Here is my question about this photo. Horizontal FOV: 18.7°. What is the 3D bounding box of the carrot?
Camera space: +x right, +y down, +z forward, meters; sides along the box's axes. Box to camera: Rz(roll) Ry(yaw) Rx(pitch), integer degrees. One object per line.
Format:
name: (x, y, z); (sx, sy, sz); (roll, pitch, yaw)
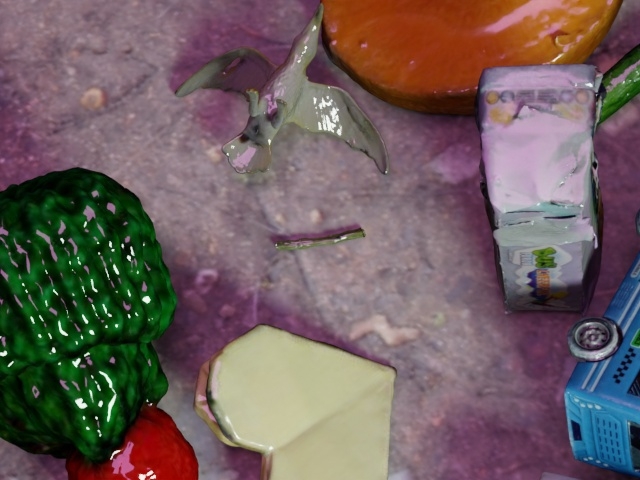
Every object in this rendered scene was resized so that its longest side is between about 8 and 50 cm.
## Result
carrot: (0.143, -0.243, 1.802); (0.307, 0.100, 0.258); (-24, 67, 0)

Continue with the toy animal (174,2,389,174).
toy animal: (-0.029, -0.136, 1.763); (0.219, 0.155, 0.095); (27, 38, 8)

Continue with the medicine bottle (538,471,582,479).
medicine bottle: (0.286, 0.280, 1.572); (0.254, 0.152, 0.152); (14, 73, 12)

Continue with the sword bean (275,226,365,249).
sword bean: (0.000, 0.000, 1.777); (0.083, 0.012, 0.012); (-9, 70, 2)

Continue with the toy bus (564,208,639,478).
toy bus: (0.300, 0.079, 1.625); (0.134, 0.113, 0.246); (18, 56, 27)

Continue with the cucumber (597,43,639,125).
cucumber: (0.282, -0.150, 1.783); (0.168, 0.039, 0.039); (-39, 71, -5)

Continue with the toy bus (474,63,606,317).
toy bus: (0.183, -0.037, 1.607); (0.112, 0.317, 0.138); (-1, 72, 9)

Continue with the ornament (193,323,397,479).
ornament: (0.001, 0.157, 1.684); (0.180, 0.059, 0.201); (-30, 84, -31)

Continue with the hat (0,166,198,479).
hat: (-0.224, 0.115, 1.659); (0.242, 0.274, 0.332); (-23, 95, -14)
